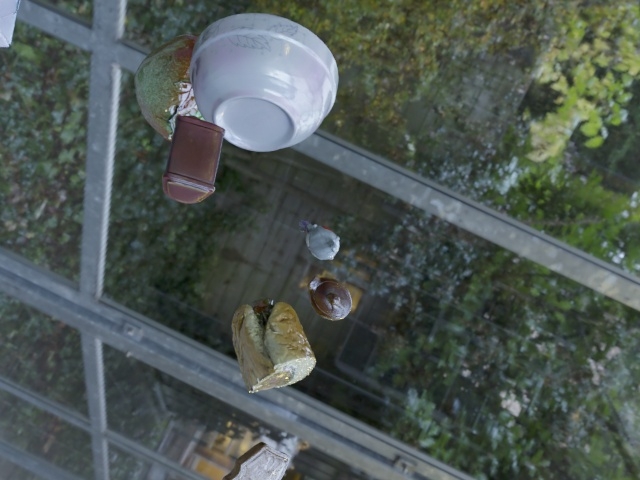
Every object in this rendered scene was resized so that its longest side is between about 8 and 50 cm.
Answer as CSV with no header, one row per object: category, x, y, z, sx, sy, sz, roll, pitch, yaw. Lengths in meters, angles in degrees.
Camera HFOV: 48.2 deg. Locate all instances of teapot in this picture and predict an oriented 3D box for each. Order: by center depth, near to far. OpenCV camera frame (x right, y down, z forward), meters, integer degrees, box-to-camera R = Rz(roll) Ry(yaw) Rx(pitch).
teapot,0.022,0.143,1.793,0.098,0.129,0.078,-47,-177,-10

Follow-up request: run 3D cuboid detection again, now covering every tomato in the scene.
tomato,-0.355,-0.409,1.937,0.303,0.239,0.303,-33,150,-22

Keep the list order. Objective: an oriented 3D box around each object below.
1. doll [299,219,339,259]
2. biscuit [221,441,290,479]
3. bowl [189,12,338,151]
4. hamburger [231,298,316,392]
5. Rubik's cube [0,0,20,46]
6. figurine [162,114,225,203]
doll,0.000,0.000,1.798,0.075,0.102,0.227,-35,-159,-8
biscuit,-0.171,0.587,1.713,0.215,0.034,0.182,-50,139,-6
bowl,-0.113,-0.272,1.355,0.287,0.287,0.143,111,-13,-57
hamburger,-0.123,0.245,1.746,0.330,0.162,0.209,116,-44,-69
Rubik's cube,-0.985,-0.692,1.980,0.221,0.224,0.231,-9,148,-39
figurine,-0.209,-0.133,1.160,0.098,0.082,0.154,129,-29,-58
